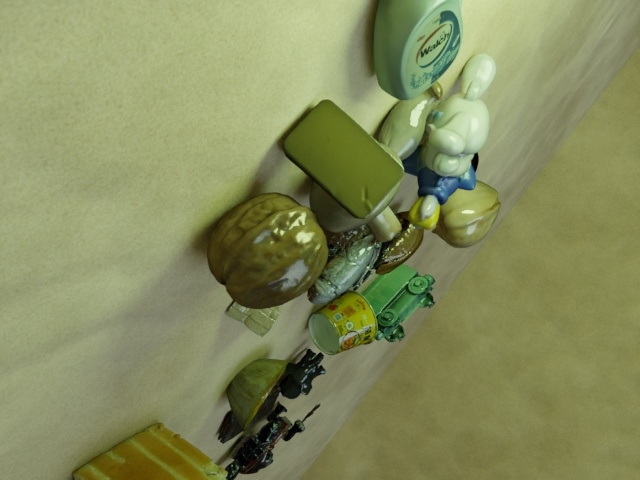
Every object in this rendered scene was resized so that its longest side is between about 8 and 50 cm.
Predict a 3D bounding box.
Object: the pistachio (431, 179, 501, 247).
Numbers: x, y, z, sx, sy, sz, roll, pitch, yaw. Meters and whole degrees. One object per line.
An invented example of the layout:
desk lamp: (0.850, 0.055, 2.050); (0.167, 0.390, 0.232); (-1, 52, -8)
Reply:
pistachio: (0.457, -0.099, 1.934); (0.238, 0.229, 0.321); (-12, -172, 23)

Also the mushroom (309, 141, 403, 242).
mushroom: (0.089, -0.083, 1.202); (0.207, 0.207, 0.215); (-46, 116, -11)

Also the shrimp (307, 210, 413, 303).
shrimp: (0.100, 0.049, 1.606); (0.343, 0.116, 0.145); (-41, 159, -3)

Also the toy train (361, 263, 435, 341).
toy train: (0.254, 0.208, 2.071); (0.301, 0.202, 0.120); (-44, 135, -16)

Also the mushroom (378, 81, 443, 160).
mushroom: (0.193, -0.257, 1.316); (0.212, 0.088, 0.097); (-59, 156, 4)

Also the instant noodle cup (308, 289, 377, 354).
instant noodle cup: (0.060, 0.256, 1.810); (0.144, 0.182, 0.182); (-21, 146, -37)

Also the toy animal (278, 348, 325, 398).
toy animal: (-0.054, 0.443, 1.955); (0.146, 0.114, 0.245); (-32, 153, -40)

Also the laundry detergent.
laundry detergent: (0.181, -0.397, 1.040); (0.215, 0.105, 0.280); (-43, 156, -17)

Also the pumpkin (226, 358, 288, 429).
pumpkin: (-0.186, 0.401, 1.659); (0.217, 0.110, 0.217); (-55, 165, -22)

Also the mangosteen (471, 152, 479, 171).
mangosteen: (0.357, -0.218, 1.662); (0.152, 0.152, 0.152); (-41, 157, -22)

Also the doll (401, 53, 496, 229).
doll: (0.301, -0.226, 1.455); (0.376, 0.187, 0.365); (-37, 153, -36)

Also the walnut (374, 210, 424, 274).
walnut: (0.207, 0.005, 1.721); (0.245, 0.137, 0.137); (-43, 158, -15)

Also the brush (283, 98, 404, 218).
brush: (0.039, -0.140, 1.059); (0.123, 0.197, 0.059); (-48, -179, -4)

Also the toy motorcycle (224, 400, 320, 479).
toy motorcycle: (-0.173, 0.684, 2.101); (0.401, 0.134, 0.207); (-48, 159, 0)

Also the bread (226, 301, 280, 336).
bread: (-0.152, 0.149, 1.396); (0.077, 0.105, 0.152); (-52, -169, 5)

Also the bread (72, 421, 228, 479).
bread: (-0.361, 0.530, 1.299); (0.239, 0.246, 0.111); (-22, 128, -51)

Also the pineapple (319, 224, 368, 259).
pineapple: (0.000, 0.000, 1.360); (0.251, 0.125, 0.125); (-45, 161, 17)

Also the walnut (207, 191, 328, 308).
walnut: (-0.089, 0.015, 1.058); (0.213, 0.213, 0.213); (-41, 157, -22)

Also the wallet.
wallet: (-0.221, 0.542, 1.889); (0.230, 0.042, 0.124); (-21, 142, -53)
